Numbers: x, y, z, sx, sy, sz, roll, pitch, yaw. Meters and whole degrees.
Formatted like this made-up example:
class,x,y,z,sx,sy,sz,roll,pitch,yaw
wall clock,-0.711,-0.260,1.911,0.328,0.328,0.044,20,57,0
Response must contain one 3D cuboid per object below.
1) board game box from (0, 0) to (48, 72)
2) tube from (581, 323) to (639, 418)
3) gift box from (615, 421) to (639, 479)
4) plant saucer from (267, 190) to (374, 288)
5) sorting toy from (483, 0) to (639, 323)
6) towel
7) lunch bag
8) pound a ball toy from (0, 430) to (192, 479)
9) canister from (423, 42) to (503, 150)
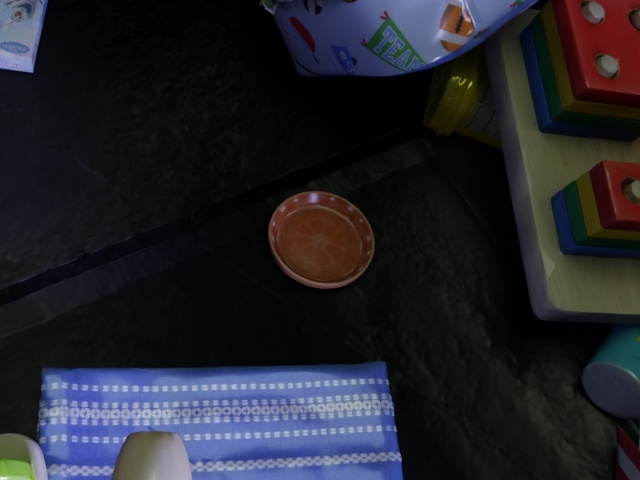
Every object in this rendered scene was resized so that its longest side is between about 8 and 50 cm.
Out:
class,x,y,z,sx,sy,sz,roll,pitch,yaw
board game box,-0.272,-0.181,0.689,0.090,0.020,0.090,7,59,-11
tube,0.279,0.058,0.681,0.207,0.052,0.080,-40,92,-35
gift box,0.320,0.195,0.492,0.258,0.255,0.277,13,64,-9
plant saucer,0.000,0.000,0.658,0.083,0.013,0.084,7,59,-11
sorting toy,0.273,-0.071,0.651,0.255,0.089,0.257,4,66,-21
towel,-0.050,0.229,0.498,0.243,0.040,0.336,1,60,-15
lunch bag,0.092,-0.242,0.681,0.303,0.243,0.115,-38,116,-14
pound a ball toy,-0.233,0.176,0.393,0.319,0.208,0.136,-17,64,7
canister,0.187,-0.128,0.746,0.169,0.073,0.126,19,59,-5
